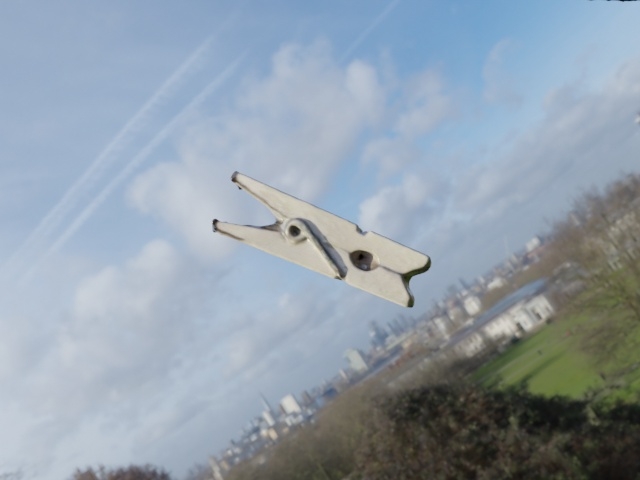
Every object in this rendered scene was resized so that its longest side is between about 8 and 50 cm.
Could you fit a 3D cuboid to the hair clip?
[{"bbox_3d":[0.001,0.001,1.229,0.085,0.331,0.101,51,-119,-78],"label":"hair clip"}]
